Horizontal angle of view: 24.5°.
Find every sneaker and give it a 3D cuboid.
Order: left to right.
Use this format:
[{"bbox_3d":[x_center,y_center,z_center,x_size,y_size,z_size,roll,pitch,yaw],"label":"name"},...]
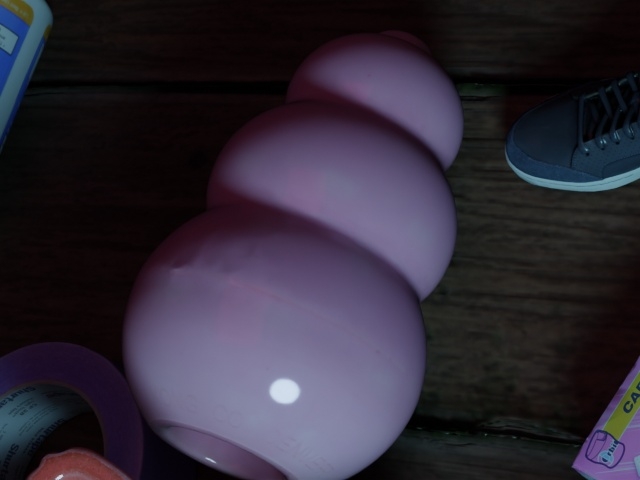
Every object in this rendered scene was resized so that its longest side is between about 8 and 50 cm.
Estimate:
[{"bbox_3d":[0.211,-0.103,0.971,0.226,0.163,0.086,-9,67,24],"label":"sneaker"}]

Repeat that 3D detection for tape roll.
[{"bbox_3d":[-0.193,0.176,1.097,0.189,0.080,0.189,-10,65,22],"label":"tape roll"}]

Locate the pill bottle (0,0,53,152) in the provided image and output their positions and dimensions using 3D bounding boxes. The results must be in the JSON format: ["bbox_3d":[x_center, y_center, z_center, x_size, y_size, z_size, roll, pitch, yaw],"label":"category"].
[{"bbox_3d":[-0.342,-0.101,1.246,0.152,0.152,0.272,12,74,30],"label":"pill bottle"}]

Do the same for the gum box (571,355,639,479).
[{"bbox_3d":[0.257,0.095,0.920,0.107,0.062,0.188,30,84,32],"label":"gum box"}]

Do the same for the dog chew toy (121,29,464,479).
[{"bbox_3d":[0.000,0.000,1.017,0.207,0.206,0.331,11,65,29],"label":"dog chew toy"}]

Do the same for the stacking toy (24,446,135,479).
[{"bbox_3d":[-0.227,0.249,0.897,0.279,0.130,0.309,40,81,19],"label":"stacking toy"}]
